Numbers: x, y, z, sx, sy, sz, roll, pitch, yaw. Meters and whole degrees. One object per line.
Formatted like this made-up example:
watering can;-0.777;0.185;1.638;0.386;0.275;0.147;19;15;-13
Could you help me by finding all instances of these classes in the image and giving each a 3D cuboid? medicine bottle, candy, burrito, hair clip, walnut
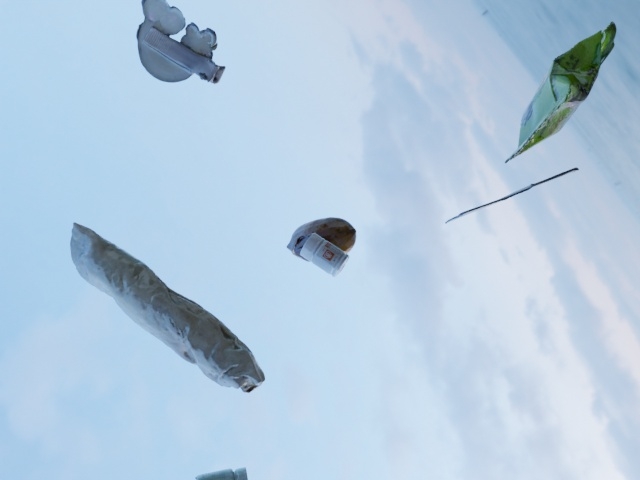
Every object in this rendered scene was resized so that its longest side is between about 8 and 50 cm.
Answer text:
medicine bottle;0.009;0.031;1.286;0.089;0.057;0.057;33;-159;8
candy;0.361;-0.224;0.938;0.069;0.149;0.246;33;-127;9
burrito;-0.247;0.112;0.981;0.392;0.117;0.076;36;-121;10
hair clip;-0.235;-0.312;1.014;0.172;0.116;0.049;33;-177;5
walnut;0.000;0.000;1.668;0.115;0.207;0.116;-10;-90;-69
medicine bottle;-0.160;0.401;1.021;0.047;0.083;0.047;172;90;-78

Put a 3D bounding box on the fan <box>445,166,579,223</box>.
fan;0.294;-0.071;0.953;0.132;0.219;0.009;109;139;-87
